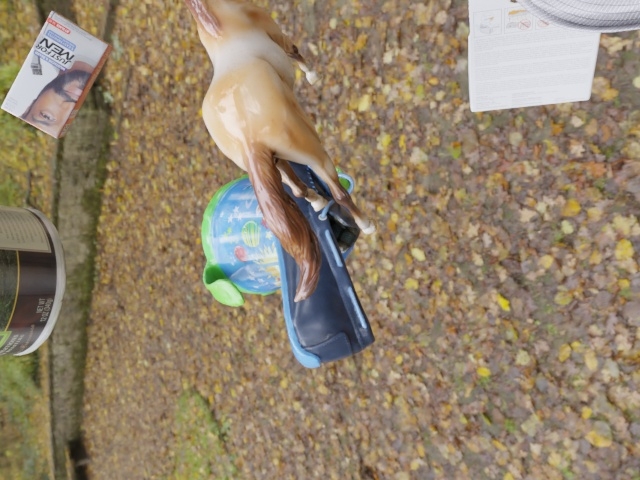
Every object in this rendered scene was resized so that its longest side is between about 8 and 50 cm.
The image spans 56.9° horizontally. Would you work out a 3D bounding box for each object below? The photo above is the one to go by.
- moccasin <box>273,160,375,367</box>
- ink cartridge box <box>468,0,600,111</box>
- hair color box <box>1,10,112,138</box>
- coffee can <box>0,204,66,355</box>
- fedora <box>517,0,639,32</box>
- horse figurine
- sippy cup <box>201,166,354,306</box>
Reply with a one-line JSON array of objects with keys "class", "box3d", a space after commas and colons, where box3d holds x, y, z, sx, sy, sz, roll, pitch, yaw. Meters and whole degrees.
[{"class": "moccasin", "box3d": [0.000, 0.000, 0.802, 0.138, 0.116, 0.342, 76, -176, -68]}, {"class": "ink cartridge box", "box3d": [0.305, -0.291, 0.853, 0.225, 0.180, 0.056, 69, -157, -50]}, {"class": "hair color box", "box3d": [-0.408, -0.255, 0.918, 0.167, 0.093, 0.053, -59, 17, 7]}, {"class": "coffee can", "box3d": [-0.477, 0.043, 0.685, 0.201, 0.275, 0.202, -3, 84, 32]}, {"class": "fedora", "box3d": [0.254, -0.297, 0.446, 0.275, 0.124, 0.244, -4, 94, 28]}, {"class": "horse figurine", "box3d": [-0.037, -0.095, 0.421, 0.066, 0.174, 0.263, -27, 55, 20]}, {"class": "sippy cup", "box3d": [-0.065, -0.015, 1.082, 0.224, 0.240, 0.306, -4, 72, 53]}]
